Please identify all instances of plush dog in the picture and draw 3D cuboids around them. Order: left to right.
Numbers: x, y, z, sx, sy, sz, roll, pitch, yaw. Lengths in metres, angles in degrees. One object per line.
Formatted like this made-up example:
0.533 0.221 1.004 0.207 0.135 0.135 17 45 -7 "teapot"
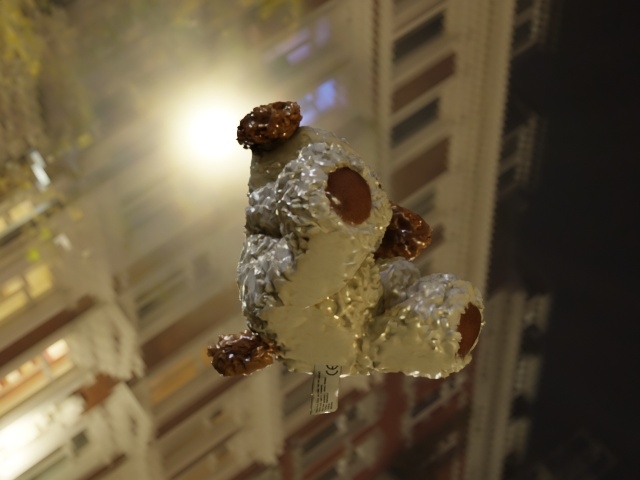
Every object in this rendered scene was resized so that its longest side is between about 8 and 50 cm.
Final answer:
0.000 0.000 1.511 0.262 0.210 0.225 46 30 -34 "plush dog"
